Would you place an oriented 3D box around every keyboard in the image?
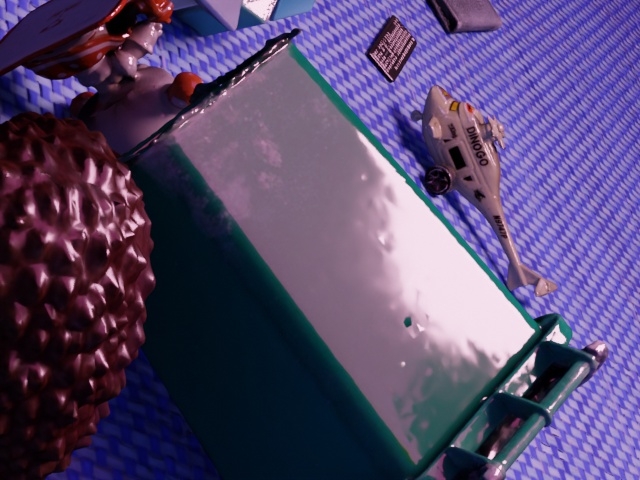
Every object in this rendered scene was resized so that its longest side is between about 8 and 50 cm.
[{"bbox_3d":[0.094,-0.249,2.255,0.053,0.010,0.155,49,27,-11],"label":"keyboard"}]

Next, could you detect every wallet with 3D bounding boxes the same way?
[{"bbox_3d":[0.170,-0.395,2.513,0.222,0.036,0.167,59,28,10],"label":"wallet"}]

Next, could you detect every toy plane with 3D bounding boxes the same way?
[{"bbox_3d":[0.199,-0.060,2.111,0.092,0.108,0.286,-15,84,-62],"label":"toy plane"}]

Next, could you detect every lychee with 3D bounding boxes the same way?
[{"bbox_3d":[-0.232,0.044,1.184,0.271,0.271,0.271,37,31,-28],"label":"lychee"}]

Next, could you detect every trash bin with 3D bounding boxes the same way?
[{"bbox_3d":[-0.003,0.051,1.370,0.381,0.295,0.259,53,51,-9],"label":"trash bin"}]

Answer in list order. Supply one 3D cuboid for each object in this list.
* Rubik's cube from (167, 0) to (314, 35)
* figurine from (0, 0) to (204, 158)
[{"bbox_3d":[-0.121,-0.333,1.810,0.213,0.265,0.224,-21,55,-36],"label":"Rubik's cube"},{"bbox_3d":[-0.165,-0.108,1.542,0.226,0.183,0.160,57,34,-21],"label":"figurine"}]
